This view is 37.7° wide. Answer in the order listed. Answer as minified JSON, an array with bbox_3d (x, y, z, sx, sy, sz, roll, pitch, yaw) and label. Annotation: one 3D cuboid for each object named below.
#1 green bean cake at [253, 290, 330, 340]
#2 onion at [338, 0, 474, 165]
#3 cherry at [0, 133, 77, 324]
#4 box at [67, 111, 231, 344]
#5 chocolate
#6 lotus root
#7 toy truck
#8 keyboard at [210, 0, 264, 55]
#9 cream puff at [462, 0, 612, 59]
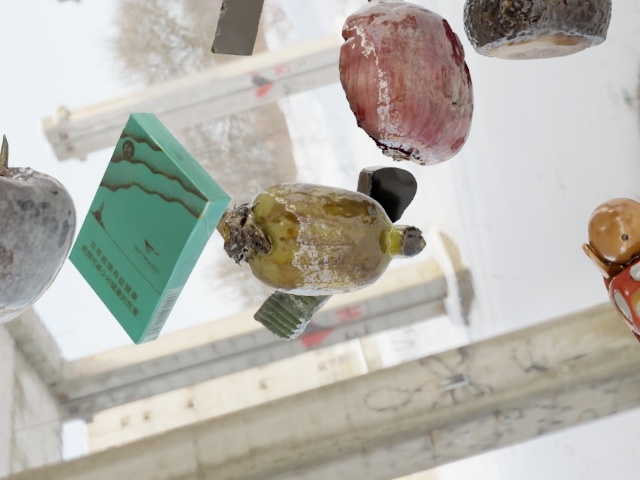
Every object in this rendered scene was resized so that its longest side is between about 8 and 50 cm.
[{"bbox_3d":[-0.027,0.091,1.749,0.094,0.173,0.181,39,150,3],"label":"green bean cake"},{"bbox_3d":[0.127,-0.249,1.280,0.227,0.120,0.283,17,-123,-48],"label":"onion"},{"bbox_3d":[-0.493,-0.009,1.383,0.255,0.218,0.296,0,-68,-61],"label":"cherry"},{"bbox_3d":[-0.206,-0.012,1.098,0.161,0.226,0.042,45,-148,24],"label":"box"},{"bbox_3d":[0.118,-0.099,1.968,0.125,0.148,0.080,42,166,-30],"label":"chocolate"},{"bbox_3d":[0.000,0.000,1.405,0.141,0.314,0.169,-59,-26,-84],"label":"lotus root"},{"bbox_3d":[0.595,0.052,1.697,0.239,0.189,0.264,40,-159,-38],"label":"toy truck"},{"bbox_3d":[-0.133,-0.398,1.598,0.015,0.074,0.196,89,-170,-69],"label":"keyboard"},{"bbox_3d":[0.343,-0.377,1.493,0.239,0.239,0.164,59,-152,-89],"label":"cream puff"}]
